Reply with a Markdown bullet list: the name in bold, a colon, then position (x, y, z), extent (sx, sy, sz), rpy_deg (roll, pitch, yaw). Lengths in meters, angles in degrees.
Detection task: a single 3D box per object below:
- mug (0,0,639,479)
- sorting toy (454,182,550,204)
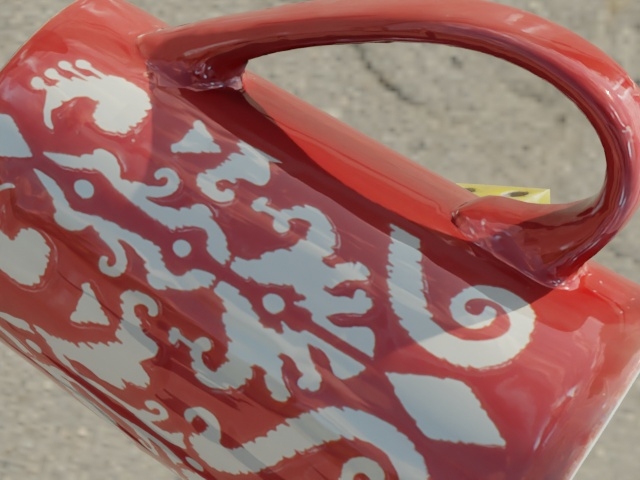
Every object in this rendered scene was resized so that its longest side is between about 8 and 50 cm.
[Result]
- **mug**: position (0.000, 0.003, 0.505), extent (0.150, 0.169, 0.113), rpy_deg (-58, 170, 0)
- **sorting toy**: position (-0.038, -0.013, 0.763), extent (0.274, 0.132, 0.046), rpy_deg (-13, 107, -32)
